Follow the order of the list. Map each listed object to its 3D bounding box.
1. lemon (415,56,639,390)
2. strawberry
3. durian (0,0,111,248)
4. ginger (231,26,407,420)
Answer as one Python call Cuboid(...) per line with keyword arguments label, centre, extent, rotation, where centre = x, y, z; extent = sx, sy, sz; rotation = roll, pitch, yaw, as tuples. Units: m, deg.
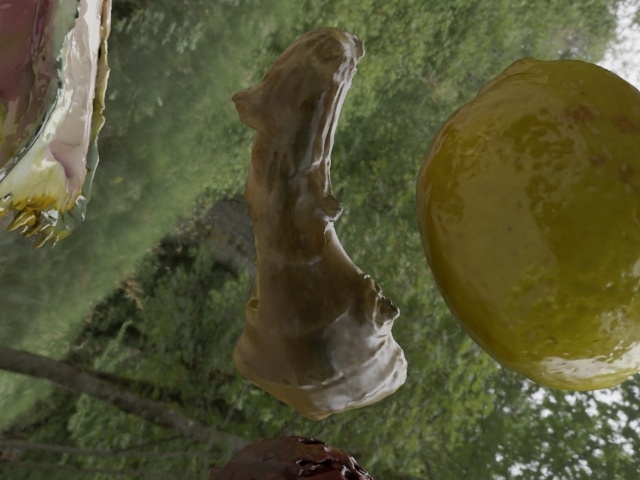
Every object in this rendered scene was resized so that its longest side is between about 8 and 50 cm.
Cuboid(label="lemon", centre=(0.147, -0.010, 0.414), extent=(0.170, 0.207, 0.170), rotation=(-25, 173, -3))
Cuboid(label="strawberry", centre=(-0.022, 0.338, 0.691), extent=(0.274, 0.221, 0.273), rotation=(-17, -114, 42))
Cuboid(label="durian", centre=(-0.206, -0.117, 0.480), extent=(0.195, 0.186, 0.304), rotation=(68, 14, -69))
Cuboid(label="ginger", centre=(0.000, 0.000, 0.474), extent=(0.086, 0.131, 0.294), rotation=(-42, 135, -69))
